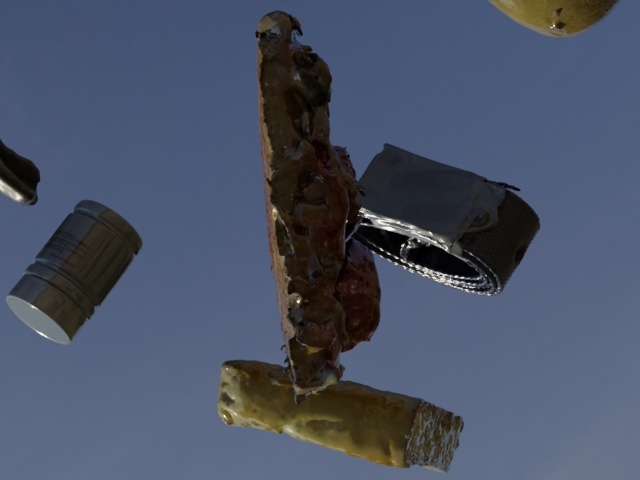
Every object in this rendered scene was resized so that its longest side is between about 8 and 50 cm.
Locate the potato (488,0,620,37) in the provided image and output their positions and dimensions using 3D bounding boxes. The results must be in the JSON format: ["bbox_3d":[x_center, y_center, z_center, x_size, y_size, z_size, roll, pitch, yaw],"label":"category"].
[{"bbox_3d":[0.249,-0.268,1.628,0.202,0.182,0.117,-61,-38,-41],"label":"potato"}]

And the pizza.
[{"bbox_3d":[0.000,0.000,0.840,0.053,0.193,0.201,-6,-27,-3],"label":"pizza"}]

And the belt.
[{"bbox_3d":[0.140,-0.031,1.880,0.126,0.230,0.139,-56,-35,-19],"label":"belt"}]

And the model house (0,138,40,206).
[{"bbox_3d":[-0.388,-0.069,1.361,0.218,0.279,0.205,-40,20,48],"label":"model house"}]

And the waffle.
[{"bbox_3d":[0.021,0.148,1.353,0.274,0.168,0.057,37,-114,-76],"label":"waffle"}]

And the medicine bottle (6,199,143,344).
[{"bbox_3d":[-0.175,0.022,1.150,0.091,0.058,0.058,-55,-35,-23],"label":"medicine bottle"}]
